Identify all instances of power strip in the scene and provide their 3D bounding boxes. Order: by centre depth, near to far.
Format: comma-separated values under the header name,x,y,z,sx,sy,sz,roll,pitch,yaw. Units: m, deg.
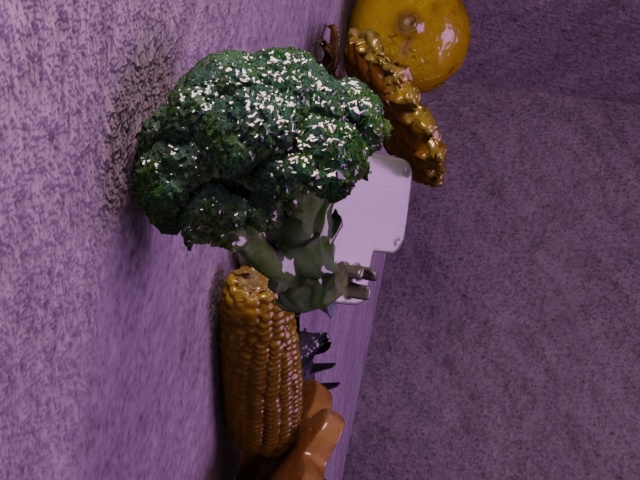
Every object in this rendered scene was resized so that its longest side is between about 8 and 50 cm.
name,x,y,z,sx,sy,sz,roll,pitch,yaw
power strip,0.048,-0.023,1.906,0.229,0.141,0.261,8,90,-40

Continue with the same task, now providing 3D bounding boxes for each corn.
name,x,y,z,sx,sy,sz,roll,pitch,yaw
corn,-0.086,0.181,1.607,0.120,0.120,0.363,-74,166,-45

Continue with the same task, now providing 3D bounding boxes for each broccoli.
name,x,y,z,sx,sy,sz,roll,pitch,yaw
broccoli,-0.045,-0.060,1.104,0.270,0.270,0.270,-67,138,-61

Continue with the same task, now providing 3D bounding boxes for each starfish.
name,x,y,z,sx,sy,sz,roll,pitch,yaw
starfish,0.018,-0.289,2.071,0.238,0.057,0.213,-76,167,-85

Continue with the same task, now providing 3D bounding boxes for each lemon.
name,x,y,z,sx,sy,sz,roll,pitch,yaw
lemon,0.181,-0.428,2.348,0.310,0.258,0.258,-54,152,-80

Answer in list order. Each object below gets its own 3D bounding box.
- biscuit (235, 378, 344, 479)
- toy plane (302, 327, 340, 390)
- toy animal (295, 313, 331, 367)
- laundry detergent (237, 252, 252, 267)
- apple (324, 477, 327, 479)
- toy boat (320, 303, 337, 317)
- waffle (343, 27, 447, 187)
name,x,y,z,sx,sy,sz,roll,pitch,yaw
biscuit,-0.057,0.349,1.748,0.275,0.052,0.355,-48,-167,15
toy plane,-0.054,0.302,2.061,0.267,0.088,0.212,-45,128,-56
toy animal,-0.049,0.202,1.886,0.210,0.117,0.121,-75,176,-52
laundry detergent,-0.065,0.009,1.687,0.290,0.094,0.143,-24,128,-77
apple,-0.037,0.509,2.054,0.155,0.182,0.182,-24,130,-40
toy boat,0.000,0.000,2.070,0.199,0.100,0.290,-67,165,-62
waffle,0.127,-0.233,1.998,0.325,0.068,0.302,58,-5,5
